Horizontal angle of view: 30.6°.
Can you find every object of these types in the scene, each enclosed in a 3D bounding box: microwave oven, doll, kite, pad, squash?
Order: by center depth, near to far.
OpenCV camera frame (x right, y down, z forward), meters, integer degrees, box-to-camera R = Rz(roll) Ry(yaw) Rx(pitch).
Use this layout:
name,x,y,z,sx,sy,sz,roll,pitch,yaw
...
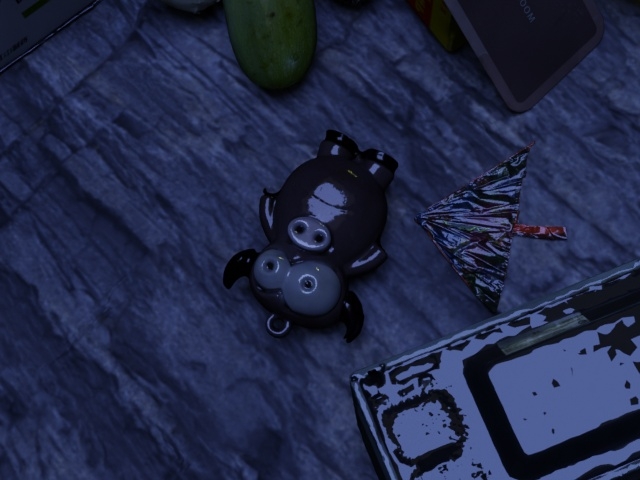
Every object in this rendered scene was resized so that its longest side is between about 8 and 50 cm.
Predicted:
name,x,y,z,sx,sy,sz,roll,pitch,yaw
microwave oven,0.234,0.200,1.222,0.355,0.286,0.218,-21,70,-4
doll,0.001,-0.001,1.408,0.182,0.117,0.257,25,73,10
pad,0.243,-0.299,1.431,0.176,0.266,0.002,-43,32,-8
kite,0.210,-0.024,1.444,0.189,0.009,0.232,8,72,11
squash,-0.079,-0.377,1.493,0.118,0.118,0.370,-10,97,4

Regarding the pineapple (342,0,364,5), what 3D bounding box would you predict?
name,x,y,z,sx,sy,sz,roll,pitch,yaw
pineapple,0.000,-0.393,1.555,0.083,0.103,0.221,-43,72,-8

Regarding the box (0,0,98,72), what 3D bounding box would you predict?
name,x,y,z,sx,sy,sz,roll,pitch,yaw
box,-0.375,-0.396,1.567,0.333,0.173,0.145,-38,71,-6

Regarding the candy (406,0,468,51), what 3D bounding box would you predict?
name,x,y,z,sx,sy,sz,roll,pitch,yaw
candy,0.125,-0.393,1.512,0.088,0.146,0.276,-30,68,-13

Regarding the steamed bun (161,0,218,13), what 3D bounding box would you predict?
name,x,y,z,sx,sy,sz,roll,pitch,yaw
steamed bun,-0.170,-0.367,1.573,0.112,0.091,0.130,27,86,28
